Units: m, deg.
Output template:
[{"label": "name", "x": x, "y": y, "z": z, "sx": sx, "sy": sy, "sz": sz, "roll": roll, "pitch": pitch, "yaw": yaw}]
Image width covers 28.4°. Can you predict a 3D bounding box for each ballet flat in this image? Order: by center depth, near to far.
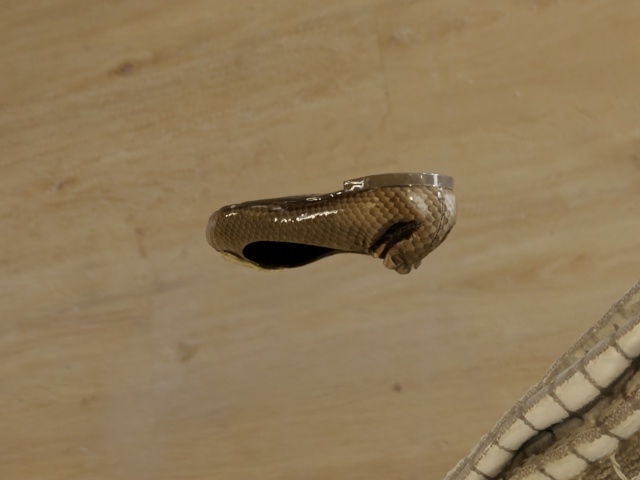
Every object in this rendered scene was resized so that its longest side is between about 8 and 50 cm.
[{"label": "ballet flat", "x": 0.000, "y": 0.000, "z": 0.817, "sx": 0.250, "sy": 0.084, "sz": 0.058, "roll": -10, "pitch": 80, "yaw": 54}]

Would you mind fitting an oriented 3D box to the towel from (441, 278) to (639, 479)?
[{"label": "towel", "x": 0.158, "y": 0.131, "z": 0.582, "sx": 0.284, "sy": 0.235, "sz": 0.121, "roll": -50, "pitch": 58, "yaw": 27}]
